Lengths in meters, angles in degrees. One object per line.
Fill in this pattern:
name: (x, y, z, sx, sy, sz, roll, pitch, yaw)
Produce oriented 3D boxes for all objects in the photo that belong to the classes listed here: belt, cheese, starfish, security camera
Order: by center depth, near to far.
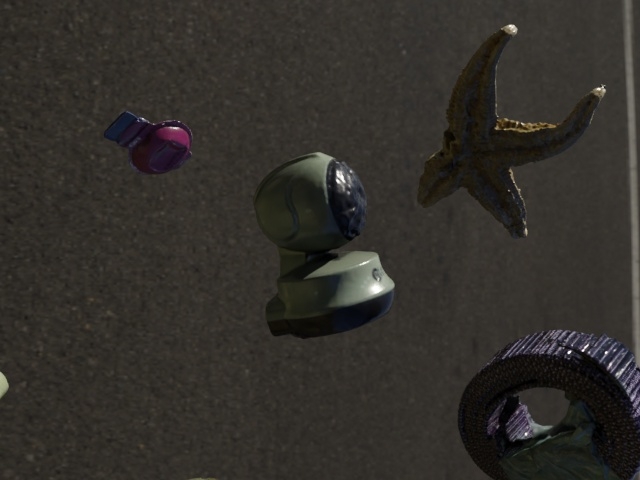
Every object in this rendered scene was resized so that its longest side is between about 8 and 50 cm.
starfish: (0.178, -0.089, 0.846, 0.247, 0.138, 0.050, 108, -8, -51)
belt: (0.362, 0.278, 1.370, 0.260, 0.325, 0.122, 55, 43, 0)
security camera: (0.000, 0.000, 1.413, 0.197, 0.191, 0.277, -27, 103, -65)
cheese: (-0.367, -0.211, 1.897, 0.062, 0.155, 0.244, 52, 13, 30)

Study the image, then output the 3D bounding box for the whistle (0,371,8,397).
whistle: (-0.358, 0.214, 0.770, 0.126, 0.067, 0.258, 58, 36, -28)

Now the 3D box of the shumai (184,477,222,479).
shumai: (-0.228, 0.624, 1.777, 0.222, 0.272, 0.203, -38, 144, -28)
